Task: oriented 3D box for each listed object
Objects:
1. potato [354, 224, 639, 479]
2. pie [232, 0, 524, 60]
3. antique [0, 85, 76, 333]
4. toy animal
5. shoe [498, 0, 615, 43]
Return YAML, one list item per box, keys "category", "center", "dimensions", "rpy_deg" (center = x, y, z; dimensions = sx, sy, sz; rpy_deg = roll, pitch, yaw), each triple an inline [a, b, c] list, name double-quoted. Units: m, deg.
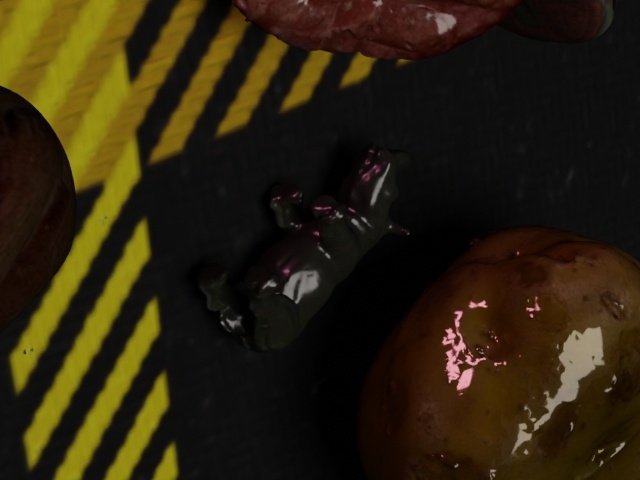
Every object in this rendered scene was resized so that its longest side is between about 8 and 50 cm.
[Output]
- category: "potato"
  center: [0.129, 0.133, 0.937]
  dimensions: [0.369, 0.177, 0.195]
  rpy_deg: [67, 18, -47]
- category: "pie"
  center: [0.028, -0.165, 0.708]
  dimensions: [0.182, 0.049, 0.182]
  rpy_deg: [-1, 115, -1]
- category: "antique"
  center: [-0.164, -0.065, 0.578]
  dimensions: [0.143, 0.121, 0.256]
  rpy_deg: [-42, 125, -38]
- category: "toy animal"
  center: [0.000, 0.000, 0.819]
  dimensions: [0.135, 0.047, 0.065]
  rpy_deg: [-49, 139, -22]
- category: "shoe"
  center: [0.103, -0.241, 0.785]
  dimensions: [0.137, 0.114, 0.290]
  rpy_deg: [-32, 123, -39]
